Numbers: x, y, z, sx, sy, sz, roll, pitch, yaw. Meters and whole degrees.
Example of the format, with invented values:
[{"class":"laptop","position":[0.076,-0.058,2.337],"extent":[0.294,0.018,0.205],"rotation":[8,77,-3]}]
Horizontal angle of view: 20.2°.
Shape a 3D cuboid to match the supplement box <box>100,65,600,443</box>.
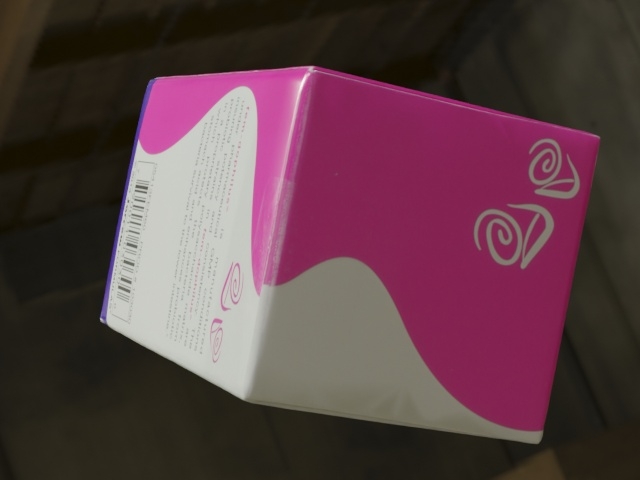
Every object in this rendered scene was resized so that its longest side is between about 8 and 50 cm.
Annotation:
[{"class":"supplement box","position":[0.000,0.000,0.683],"extent":[0.114,0.111,0.220],"rotation":[11,1,-18]}]
